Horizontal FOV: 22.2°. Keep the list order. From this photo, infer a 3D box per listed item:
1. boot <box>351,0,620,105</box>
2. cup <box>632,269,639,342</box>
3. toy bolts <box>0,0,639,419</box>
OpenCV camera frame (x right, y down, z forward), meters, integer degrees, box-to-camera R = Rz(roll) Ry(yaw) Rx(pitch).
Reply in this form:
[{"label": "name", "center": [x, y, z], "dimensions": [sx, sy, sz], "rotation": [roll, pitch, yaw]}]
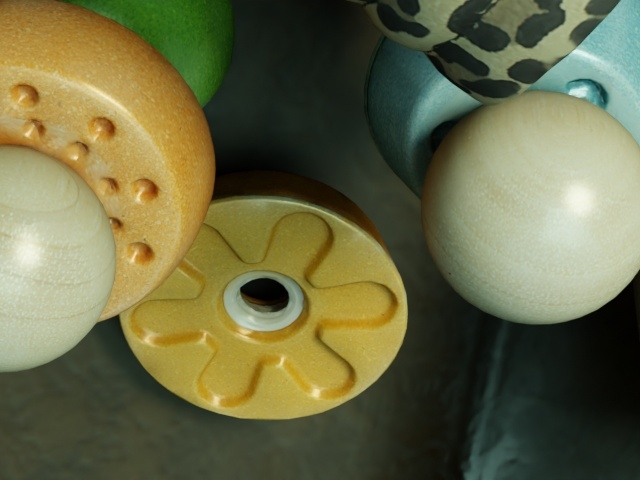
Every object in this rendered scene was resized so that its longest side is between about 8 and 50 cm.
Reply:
[{"label": "boot", "center": [0.014, -0.238, 0.329], "dimensions": [0.284, 0.138, 0.377], "rotation": [31, 94, -13]}, {"label": "cup", "center": [0.232, -0.041, 0.537], "dimensions": [0.331, 0.331, 0.237], "rotation": [-27, 93, -9]}, {"label": "toy bolts", "center": [0.000, 0.000, 0.483], "dimensions": [0.229, 0.158, 0.218], "rotation": [-18, 125, 14]}]
